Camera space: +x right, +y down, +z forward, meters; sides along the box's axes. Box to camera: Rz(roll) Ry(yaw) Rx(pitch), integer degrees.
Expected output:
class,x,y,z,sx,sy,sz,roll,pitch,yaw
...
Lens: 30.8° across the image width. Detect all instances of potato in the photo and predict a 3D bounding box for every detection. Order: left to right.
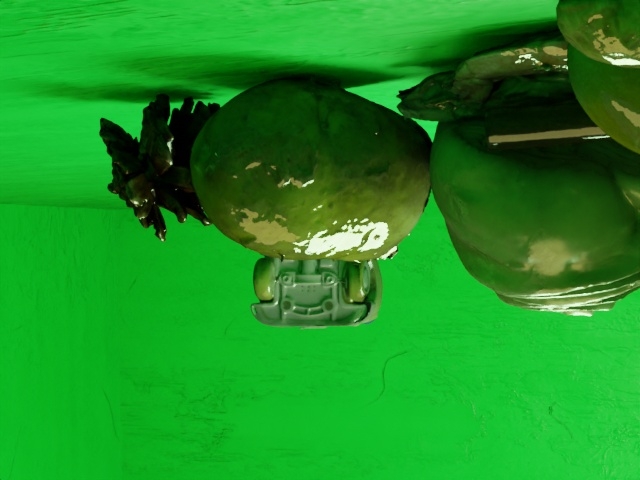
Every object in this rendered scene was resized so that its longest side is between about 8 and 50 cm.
class,x,y,z,sx,sy,sz,roll,pitch,yaw
potato,-0.029,-0.082,1.326,0.229,0.229,0.266,-2,-178,37

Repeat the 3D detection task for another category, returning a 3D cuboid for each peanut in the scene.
class,x,y,z,sx,sy,sz,roll,pitch,yaw
peanut,0.251,-0.163,0.867,0.193,0.089,0.089,6,174,-41

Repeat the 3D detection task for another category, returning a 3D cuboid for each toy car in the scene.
class,x,y,z,sx,sy,sz,roll,pitch,yaw
toy car,0.000,0.000,2.294,0.242,0.335,0.226,-2,180,14

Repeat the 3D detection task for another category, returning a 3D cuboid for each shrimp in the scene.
class,x,y,z,sx,sy,sz,roll,pitch,yaw
shrimp,0.180,-0.166,1.156,0.317,0.062,0.164,-8,170,44

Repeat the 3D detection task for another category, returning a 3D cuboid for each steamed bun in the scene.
class,x,y,z,sx,sy,sz,roll,pitch,yaw
steamed bun,0.266,-0.040,1.321,0.310,0.219,0.324,5,-157,-6

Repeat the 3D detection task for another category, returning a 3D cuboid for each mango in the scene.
class,x,y,z,sx,sy,sz,roll,pitch,yaw
mango,0.328,-0.130,0.990,0.251,0.156,0.114,6,-139,-12

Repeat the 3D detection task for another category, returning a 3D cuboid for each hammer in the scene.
class,x,y,z,sx,sy,sz,roll,pitch,yaw
hammer,0.378,-0.129,1.109,0.440,0.044,0.168,-4,141,9

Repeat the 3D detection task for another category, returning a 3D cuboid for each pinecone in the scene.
class,x,y,z,sx,sy,sz,roll,pitch,yaw
pinecone,-0.176,-0.097,1.432,0.195,0.179,0.150,-9,153,-31
